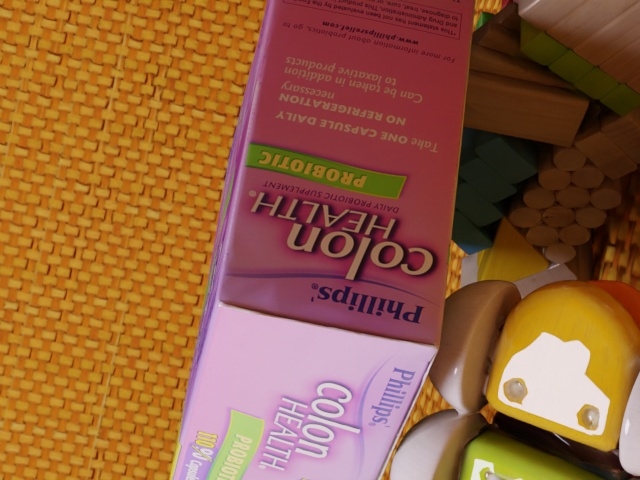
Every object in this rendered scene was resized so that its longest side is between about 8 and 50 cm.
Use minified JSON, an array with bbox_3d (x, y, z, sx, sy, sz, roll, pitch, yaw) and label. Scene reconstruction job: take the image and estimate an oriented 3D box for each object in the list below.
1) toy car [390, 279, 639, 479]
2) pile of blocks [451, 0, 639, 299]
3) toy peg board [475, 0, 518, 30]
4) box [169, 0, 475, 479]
[{"bbox_3d":[0.137,0.106,1.068,0.136,0.159,0.182,-10,-63,-62],"label":"toy car"},{"bbox_3d":[0.142,-0.091,1.209,0.362,0.149,0.113,112,168,-49],"label":"pile of blocks"},{"bbox_3d":[0.163,-0.139,1.369,0.161,0.079,0.161,113,166,-50],"label":"toy peg board"},{"bbox_3d":[0.000,0.000,1.104,0.213,0.117,0.243,108,171,-56],"label":"box"}]
